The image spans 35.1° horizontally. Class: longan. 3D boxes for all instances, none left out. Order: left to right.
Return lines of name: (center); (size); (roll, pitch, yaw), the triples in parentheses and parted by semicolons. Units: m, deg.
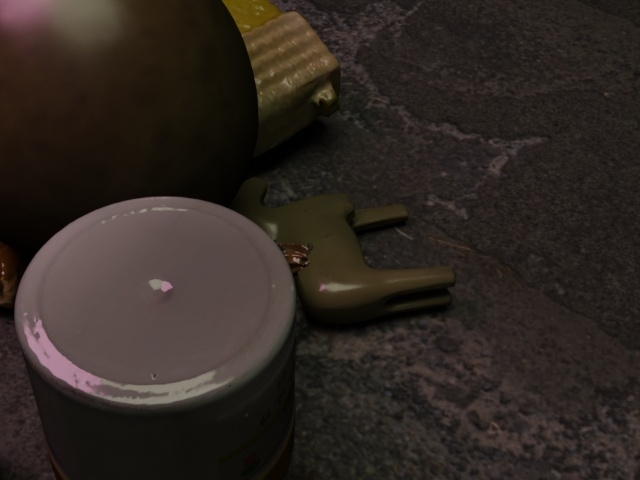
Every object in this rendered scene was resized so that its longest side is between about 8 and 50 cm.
longan: (-0.237, -0.144, 1.045); (0.360, 0.361, 0.361); (2, 47, -2)

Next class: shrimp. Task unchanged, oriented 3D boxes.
shrimp: (-0.072, 0.033, 1.040); (0.126, 0.223, 0.048); (15, 73, -40)

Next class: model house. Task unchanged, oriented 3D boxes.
model house: (-0.104, -0.207, 1.259); (0.234, 0.175, 0.193); (33, 52, 29)

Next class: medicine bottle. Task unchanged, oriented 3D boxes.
medicine bottle: (-0.138, 0.117, 0.916); (0.237, 0.232, 0.238); (2, 47, -2)

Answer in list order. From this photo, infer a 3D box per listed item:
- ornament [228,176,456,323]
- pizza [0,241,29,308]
ornament: (0.000, 0.000, 1.149); (0.244, 0.061, 0.230); (-8, 46, -14)
pizza: (-0.495, -0.135, 1.158); (0.434, 0.080, 0.392); (23, 48, -10)
